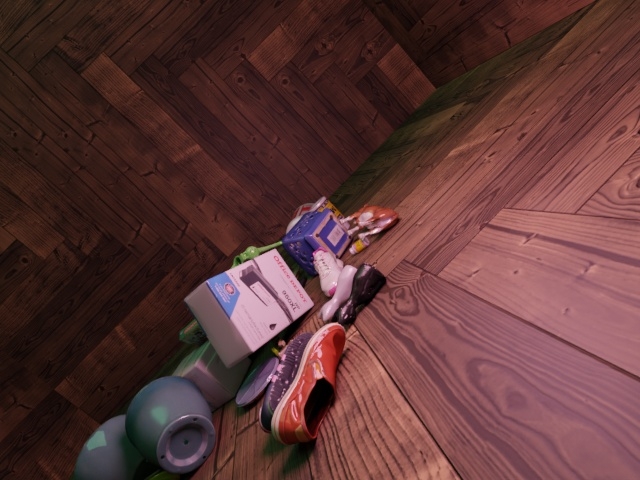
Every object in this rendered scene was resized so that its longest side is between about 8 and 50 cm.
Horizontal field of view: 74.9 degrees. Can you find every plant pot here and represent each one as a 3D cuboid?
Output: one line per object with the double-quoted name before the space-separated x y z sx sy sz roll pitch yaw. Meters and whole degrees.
"plant pot" 0.000 0.000 1.919 0.212 0.236 0.236 -19 28 52
"plant pot" -0.476 0.620 1.375 0.271 0.271 0.255 -50 27 -21
"plant pot" -0.689 0.807 1.508 0.195 0.290 0.290 7 41 27

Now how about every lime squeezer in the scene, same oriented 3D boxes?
"lime squeezer" -0.299 0.075 1.682 0.310 0.059 0.110 -35 -5 -1

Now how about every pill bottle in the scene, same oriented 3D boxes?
"pill bottle" 0.049 -0.120 2.197 0.119 0.208 0.119 -44 11 11
"pill bottle" -0.071 -0.056 2.358 0.229 0.229 0.407 -42 11 16
"pill bottle" 0.159 0.023 1.714 0.083 0.043 0.043 -40 12 27

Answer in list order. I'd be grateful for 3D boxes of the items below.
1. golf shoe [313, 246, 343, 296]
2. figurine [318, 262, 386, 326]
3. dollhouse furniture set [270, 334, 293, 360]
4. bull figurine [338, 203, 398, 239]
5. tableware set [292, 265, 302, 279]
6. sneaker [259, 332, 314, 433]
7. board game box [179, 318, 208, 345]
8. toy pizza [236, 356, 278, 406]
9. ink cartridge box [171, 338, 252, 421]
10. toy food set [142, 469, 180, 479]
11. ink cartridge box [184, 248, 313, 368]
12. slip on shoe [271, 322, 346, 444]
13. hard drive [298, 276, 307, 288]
"golf shoe" 0.022 0.119 1.631 0.115 0.140 0.306 -42 13 8
"figurine" 0.084 0.181 1.336 0.209 0.092 0.215 -53 12 -17
"dollhouse furniture set" -0.119 0.389 1.469 0.076 0.058 0.152 -42 28 -22
"bull figurine" 0.197 -0.085 1.737 0.188 0.101 0.310 -28 10 -17
"tableware set" -0.132 0.196 2.170 0.128 0.039 0.194 -56 4 6
"sneaker" -0.085 0.384 1.156 0.131 0.112 0.319 -59 -5 31
"board game box" -0.388 0.387 1.737 0.213 0.317 0.046 -39 42 27
"toy pizza" -0.209 0.485 1.425 0.201 0.032 0.201 -42 11 10
"ink cartridge box" -0.453 0.544 1.662 0.270 0.197 0.198 -40 12 27
"toy food set" -0.525 0.808 1.349 0.128 0.071 0.218 -22 -6 -45
"ink cartridge box" -0.246 0.231 1.542 0.166 0.285 0.395 -38 -5 33
"slip on shoe" 0.000 0.341 1.020 0.101 0.123 0.331 -9 32 34
"hard drive" -0.123 0.239 2.016 0.135 0.022 0.094 -41 12 23
